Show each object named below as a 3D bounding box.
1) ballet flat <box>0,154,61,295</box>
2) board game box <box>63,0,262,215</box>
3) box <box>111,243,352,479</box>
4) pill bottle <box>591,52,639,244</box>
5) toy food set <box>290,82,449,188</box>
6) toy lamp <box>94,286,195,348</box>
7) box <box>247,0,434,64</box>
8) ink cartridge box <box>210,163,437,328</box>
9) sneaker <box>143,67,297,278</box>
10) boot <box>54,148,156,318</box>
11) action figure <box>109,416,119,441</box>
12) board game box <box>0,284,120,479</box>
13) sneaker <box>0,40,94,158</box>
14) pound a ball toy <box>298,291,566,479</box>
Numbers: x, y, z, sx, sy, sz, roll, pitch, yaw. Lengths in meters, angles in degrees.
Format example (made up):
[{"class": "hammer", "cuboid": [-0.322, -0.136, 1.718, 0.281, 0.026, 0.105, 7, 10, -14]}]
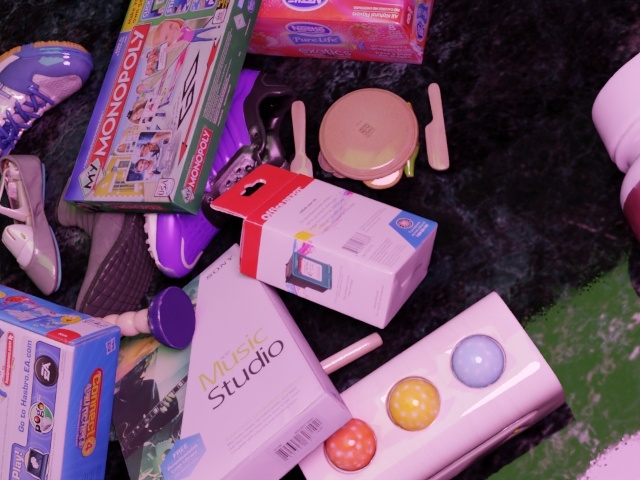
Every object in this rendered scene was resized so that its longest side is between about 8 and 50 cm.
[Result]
[{"class": "ballet flat", "cuboid": [-0.393, -0.022, 1.404, 0.072, 0.068, 0.213, -44, 52, 42]}, {"class": "board game box", "cuboid": [-0.188, -0.186, 1.296, 0.213, 0.046, 0.317, 2, 72, 42]}, {"class": "box", "cuboid": [-0.121, 0.162, 1.171, 0.232, 0.058, 0.322, -41, 33, 2]}, {"class": "pill bottle", "cuboid": [0.435, -0.009, 1.043, 0.224, 0.224, 0.392, -25, 64, 8]}, {"class": "toy food set", "cuboid": [0.059, -0.124, 1.309, 0.192, 0.038, 0.132, -5, 71, 8]}, {"class": "toy lamp", "cuboid": [-0.276, 0.107, 1.247, 0.275, 0.080, 0.080, -8, 67, 27]}, {"class": "box", "cuboid": [0.008, -0.312, 1.355, 0.257, 0.122, 0.128, 8, 78, 21]}, {"class": "ink cartridge box", "cuboid": [0.000, 0.000, 1.218, 0.231, 0.078, 0.134, 21, 34, 19]}, {"class": "sneaker", "cuboid": [-0.111, -0.086, 1.322, 0.146, 0.102, 0.293, 13, 74, 21]}, {"class": "boot", "cuboid": [-0.284, -0.012, 1.378, 0.161, 0.083, 0.246, 12, 74, 35]}, {"class": "action figure", "cuboid": [-0.322, 0.205, 1.300, 0.232, 0.063, 0.137, 14, 73, 27]}, {"class": "board game box", "cuboid": [-0.392, 0.206, 1.231, 0.302, 0.086, 0.308, 17, 107, 23]}, {"class": "sneaker", "cuboid": [-0.431, -0.167, 1.460, 0.296, 0.112, 0.131, -23, 62, 20]}, {"class": "pound a ball toy", "cuboid": [0.070, 0.166, 1.146, 0.319, 0.136, 0.208, -33, 63, 3]}]
